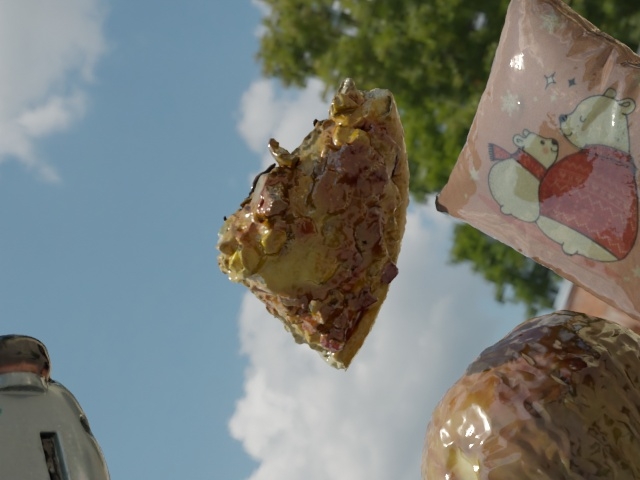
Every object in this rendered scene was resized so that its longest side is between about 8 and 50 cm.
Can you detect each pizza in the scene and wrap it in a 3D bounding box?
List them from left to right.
[{"bbox_3d":[0.000,0.000,1.221,0.228,0.081,0.290,-7,-63,-42],"label":"pizza"}]

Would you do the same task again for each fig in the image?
[{"bbox_3d":[0.277,0.261,1.335,0.286,0.369,0.286,-29,-30,-19],"label":"fig"}]

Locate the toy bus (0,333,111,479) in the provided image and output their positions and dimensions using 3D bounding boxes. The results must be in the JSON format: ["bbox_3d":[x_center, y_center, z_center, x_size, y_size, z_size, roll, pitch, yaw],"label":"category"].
[{"bbox_3d":[-0.297,0.196,0.936,0.287,0.194,0.232,2,-34,-35],"label":"toy bus"}]

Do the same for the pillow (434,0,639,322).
[{"bbox_3d":[0.213,-0.059,1.059,0.084,0.236,0.223,-29,-33,-46],"label":"pillow"}]
